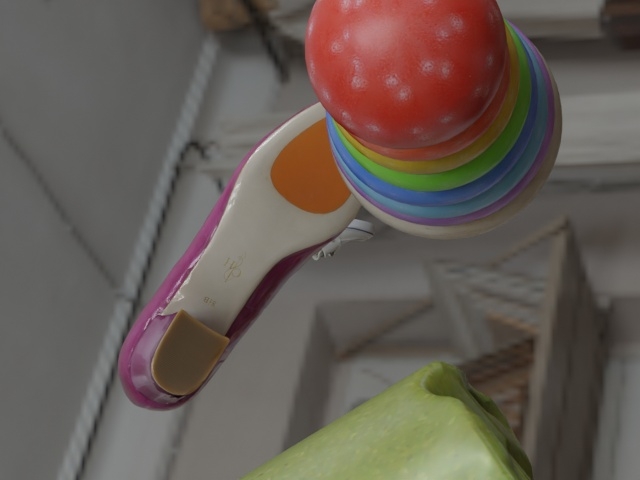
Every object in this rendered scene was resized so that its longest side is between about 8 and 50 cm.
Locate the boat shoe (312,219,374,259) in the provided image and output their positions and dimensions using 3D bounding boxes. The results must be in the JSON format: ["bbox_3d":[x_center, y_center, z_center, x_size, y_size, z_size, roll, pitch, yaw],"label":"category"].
[{"bbox_3d":[0.000,0.000,1.465,0.035,0.100,0.035,154,115,-64],"label":"boat shoe"}]

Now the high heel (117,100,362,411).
[{"bbox_3d":[-0.048,0.008,1.122,0.244,0.082,0.117,-61,12,-16],"label":"high heel"}]

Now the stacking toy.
[{"bbox_3d":[0.050,-0.079,0.869,0.330,0.141,0.141,18,-109,-80],"label":"stacking toy"}]

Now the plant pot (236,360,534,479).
[{"bbox_3d":[0.005,0.191,0.640,0.276,0.254,0.276,51,-176,-5],"label":"plant pot"}]
